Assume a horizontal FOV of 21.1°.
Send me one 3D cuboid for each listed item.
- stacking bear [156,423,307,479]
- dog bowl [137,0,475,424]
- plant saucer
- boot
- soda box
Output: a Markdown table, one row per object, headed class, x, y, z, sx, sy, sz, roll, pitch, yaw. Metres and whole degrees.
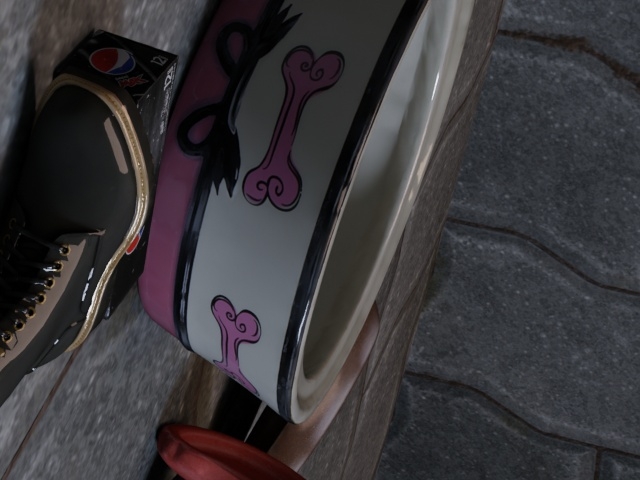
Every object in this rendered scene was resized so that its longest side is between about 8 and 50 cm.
| class | x | y | z | sx | sy | sz | roll | pitch | yaw |
| --- | --- | --- | --- | --- | --- | --- | --- | --- | --- |
| stacking bear | -0.126 | 0.339 | 1.615 | 0.289 | 0.175 | 0.164 | -61 | 165 | 5 |
| dog bowl | -0.011 | -0.069 | 1.371 | 0.408 | 0.150 | 0.408 | 21 | 90 | -81 |
| plant saucer | -0.017 | 0.183 | 1.938 | 0.310 | 0.050 | 0.310 | -58 | -177 | 4 |
| boot | -0.159 | 0.017 | 0.934 | 0.137 | 0.077 | 0.198 | -52 | 159 | -49 |
| soda box | -0.130 | -0.037 | 1.026 | 0.060 | 0.053 | 0.169 | -58 | 165 | -51 |
